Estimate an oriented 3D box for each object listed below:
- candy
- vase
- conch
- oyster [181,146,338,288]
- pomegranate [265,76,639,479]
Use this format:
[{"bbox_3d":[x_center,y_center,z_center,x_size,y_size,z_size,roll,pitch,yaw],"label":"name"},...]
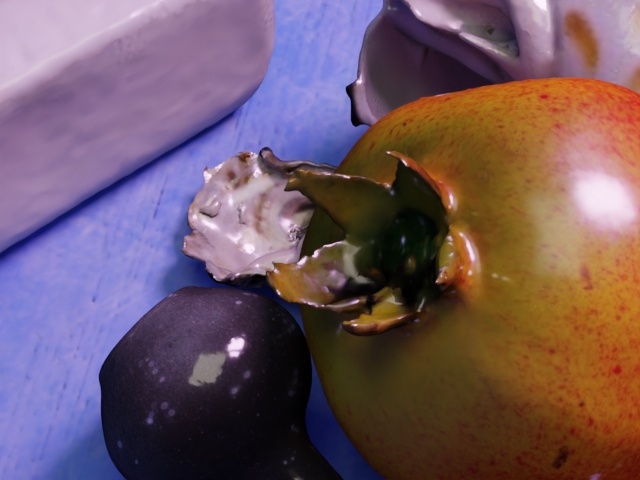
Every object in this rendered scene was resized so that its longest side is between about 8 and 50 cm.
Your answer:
[{"bbox_3d":[-0.225,-0.094,0.867,0.358,0.145,0.208,-35,62,-20],"label":"candy"},{"bbox_3d":[-0.028,0.110,0.757,0.183,0.120,0.120,45,67,10],"label":"vase"},{"bbox_3d":[0.165,-0.081,0.851,0.275,0.183,0.149,36,35,10],"label":"conch"},{"bbox_3d":[-0.001,0.000,0.856,0.165,0.053,0.108,8,38,14],"label":"oyster"},{"bbox_3d":[0.084,0.025,0.704,0.256,0.221,0.221,17,44,-42],"label":"pomegranate"}]
